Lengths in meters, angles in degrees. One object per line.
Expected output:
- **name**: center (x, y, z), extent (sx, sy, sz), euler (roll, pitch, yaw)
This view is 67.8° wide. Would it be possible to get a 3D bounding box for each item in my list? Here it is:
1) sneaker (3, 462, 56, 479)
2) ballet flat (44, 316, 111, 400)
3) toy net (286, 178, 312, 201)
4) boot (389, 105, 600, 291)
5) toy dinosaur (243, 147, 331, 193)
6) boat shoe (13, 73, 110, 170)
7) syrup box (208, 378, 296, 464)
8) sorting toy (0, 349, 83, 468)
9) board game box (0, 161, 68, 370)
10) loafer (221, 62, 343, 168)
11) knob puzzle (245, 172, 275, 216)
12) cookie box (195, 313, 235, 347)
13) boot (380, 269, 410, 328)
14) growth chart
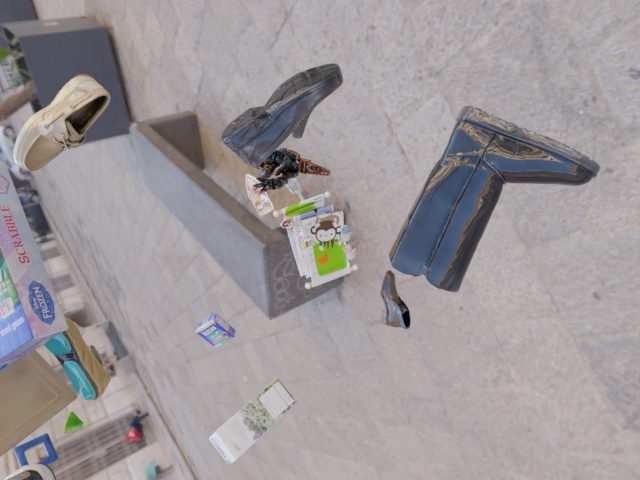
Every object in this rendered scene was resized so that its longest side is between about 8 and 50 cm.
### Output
- **sneaker**: center (-0.606, 0.500, 0.826), extent (0.100, 0.271, 0.108), euler (47, 172, 11)
- **ballet flat**: center (-0.510, 0.224, 0.984), extent (0.080, 0.073, 0.232), euler (-10, 113, 19)
- **toy net**: center (-0.064, -0.194, 1.895), extent (0.232, 0.045, 0.122), euler (42, -156, -41)
- **boot**: center (0.424, -0.063, 1.216), extent (0.366, 0.146, 0.446), euler (27, 100, 12)
- **toy dinosaur**: center (-0.128, -0.270, 1.649), extent (0.321, 0.218, 0.165), euler (-10, 101, 25)
- **boat shoe**: center (-0.674, -0.293, 1.246), extent (0.098, 0.302, 0.109), euler (40, 177, 17)
- **syrup box**: center (-0.189, 0.508, 1.344), extent (0.093, 0.236, 0.096), euler (49, 143, 9)
- **sorting toy**: center (-0.660, 0.339, 1.015), extent (0.347, 0.196, 0.047), euler (40, 132, 11)
- **board game box**: center (-0.619, 0.075, 0.846), extent (0.318, 0.066, 0.318), euler (-29, 81, 25)
- **loafer**: center (-0.040, -0.155, 0.593), extent (0.061, 0.170, 0.062), euler (49, -160, -34)
- **knob puzzle**: center (-0.284, -0.202, 2.087), extent (0.213, 0.030, 0.213), euler (38, 146, 33)
- **cookie box**: center (-0.372, 0.321, 1.687), extent (0.107, 0.091, 0.040), euler (48, -159, -29)
- **boot**: center (0.282, 0.219, 1.738), extent (0.106, 0.082, 0.219), euler (14, 115, 44)
- **growth chart**: center (0.000, 0.000, 1.147), extent (0.021, 0.171, 0.237), euler (29, 143, 61)
